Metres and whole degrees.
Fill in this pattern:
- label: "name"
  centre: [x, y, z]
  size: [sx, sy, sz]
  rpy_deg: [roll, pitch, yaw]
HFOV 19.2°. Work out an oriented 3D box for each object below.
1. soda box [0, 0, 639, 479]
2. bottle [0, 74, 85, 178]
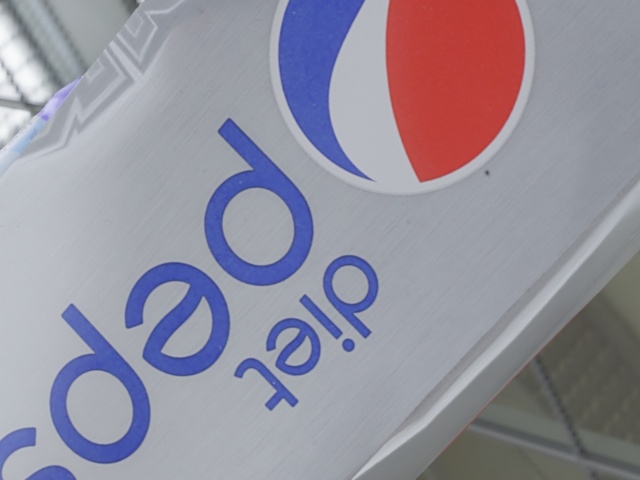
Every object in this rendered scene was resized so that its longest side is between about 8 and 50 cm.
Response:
- label: "soda box"
  centre: [0.000, 0.000, 0.381]
  size: [0.286, 0.091, 0.098]
  rpy_deg: [-48, -13, 18]
- label: "bottle"
  centre: [-0.120, 0.077, 0.587]
  size: [0.283, 0.118, 0.092]
  rpy_deg: [-46, -24, -6]
